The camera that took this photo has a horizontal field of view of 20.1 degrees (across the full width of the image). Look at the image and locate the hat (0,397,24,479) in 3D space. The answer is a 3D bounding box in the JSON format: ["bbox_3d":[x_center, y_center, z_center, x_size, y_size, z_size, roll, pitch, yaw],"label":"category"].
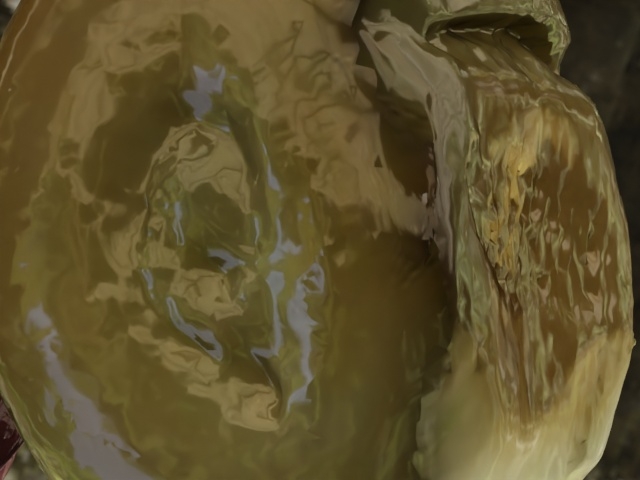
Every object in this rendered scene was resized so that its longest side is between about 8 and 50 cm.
[{"bbox_3d":[-0.273,0.149,1.241,0.205,0.089,0.205,-19,-146,13],"label":"hat"}]

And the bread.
[{"bbox_3d":[0.000,0.000,0.876,0.253,0.348,0.376,-8,179,24],"label":"bread"}]
